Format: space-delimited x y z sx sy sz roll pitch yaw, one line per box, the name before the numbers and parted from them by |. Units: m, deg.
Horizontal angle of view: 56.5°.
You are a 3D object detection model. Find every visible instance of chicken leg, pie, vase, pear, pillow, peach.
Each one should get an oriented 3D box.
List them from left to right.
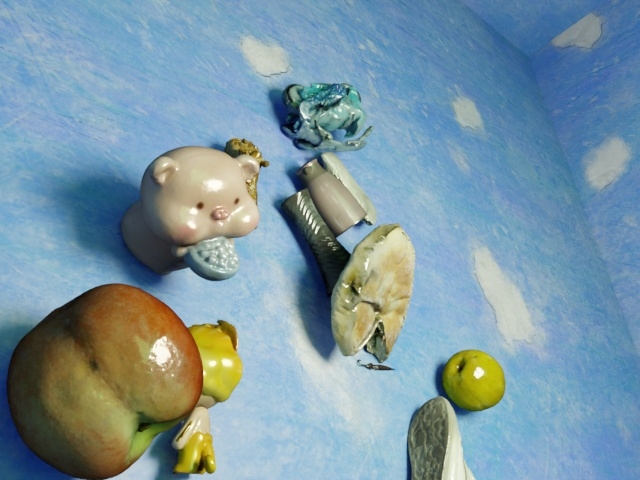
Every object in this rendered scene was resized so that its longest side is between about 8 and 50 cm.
peach | -0.293 0.185 0.816 0.252 0.252 0.252 26 48 -32
chicken leg | -0.158 -0.126 1.283 0.085 0.101 0.207 7 68 -44
vase | 0.000 0.000 1.361 0.115 0.115 0.237 -24 78 -51
pillow | 0.073 -0.137 1.545 0.229 0.051 0.128 54 10 -3
pie | 0.129 0.117 1.326 0.337 0.075 0.337 -27 123 -52
pear | 0.379 0.346 1.475 0.162 0.149 0.149 41 40 -34

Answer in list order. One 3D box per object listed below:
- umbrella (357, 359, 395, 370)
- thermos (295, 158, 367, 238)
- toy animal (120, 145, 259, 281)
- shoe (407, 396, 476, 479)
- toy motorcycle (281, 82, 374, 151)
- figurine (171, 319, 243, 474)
umbrella | 0.131 0.290 1.363 0.122 0.013 0.022 20 30 -35
thermos | 0.017 -0.109 1.462 0.193 0.105 0.137 53 10 0
toy animal | -0.232 -0.051 1.049 0.210 0.221 0.229 -16 106 -43
shoe | 0.275 0.507 1.285 0.159 0.124 0.316 37 48 -22
toy motorcycle | 0.026 -0.326 1.558 0.260 0.154 0.206 -10 69 -36
figurine | -0.195 0.250 0.971 0.156 0.131 0.246 59 30 -66
